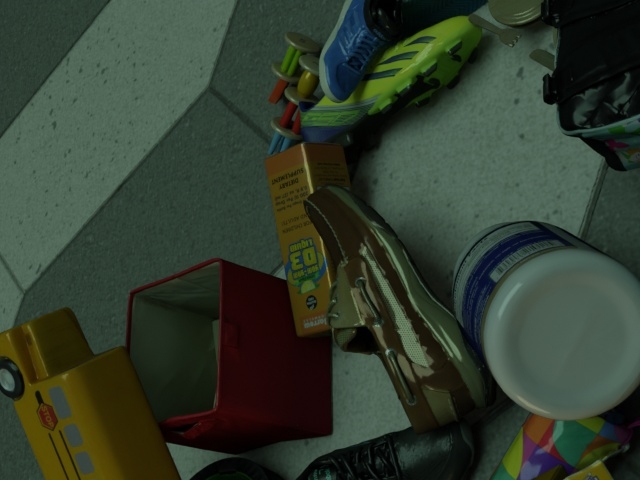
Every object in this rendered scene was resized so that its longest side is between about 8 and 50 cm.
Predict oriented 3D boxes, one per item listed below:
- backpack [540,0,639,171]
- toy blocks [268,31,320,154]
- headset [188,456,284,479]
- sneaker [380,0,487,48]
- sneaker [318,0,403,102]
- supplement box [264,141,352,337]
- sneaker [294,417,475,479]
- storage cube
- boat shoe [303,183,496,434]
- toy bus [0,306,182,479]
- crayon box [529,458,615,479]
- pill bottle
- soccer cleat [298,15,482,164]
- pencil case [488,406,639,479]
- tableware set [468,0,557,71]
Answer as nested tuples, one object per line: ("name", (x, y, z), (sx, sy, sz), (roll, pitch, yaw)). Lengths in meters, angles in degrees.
("backpack", (0.361, -0.189, 1.121), (0.253, 0.191, 0.225), (-24, 52, 47))
("toy blocks", (-0.043, -0.198, 1.653), (0.148, 0.054, 0.123), (-63, 32, 27))
("headset", (-0.125, 0.468, 1.453), (0.243, 0.185, 0.394), (-16, 49, 44))
("sneaker", (0.127, -0.321, 1.501), (0.228, 0.087, 0.092), (-17, 62, 40))
("sneaker", (0.054, -0.241, 1.443), (0.084, 0.058, 0.152), (-5, 59, 51))
("supplement box", (0.000, 0.000, 1.475), (0.078, 0.080, 0.234), (-20, 79, 41))
("sneaker", (0.055, 0.273, 1.332), (0.267, 0.106, 0.101), (-38, 50, 29))
("storage cube", (-0.114, 0.150, 1.489), (0.183, 0.193, 0.215), (-20, 60, 40))
("boat shoe", (0.063, 0.073, 1.320), (0.120, 0.122, 0.324), (-33, 58, -5))
("toy bus", (-0.259, 0.240, 1.390), (0.130, 0.108, 0.333), (-22, 91, 40))
("crayon box", (0.179, 0.352, 1.097), (0.323, 0.083, 0.203), (-34, 83, 20))
("pill bottle", (0.210, 0.062, 1.142), (0.153, 0.153, 0.265), (-63, 7, 7))
("soccer cleat", (0.076, -0.207, 1.494), (0.289, 0.093, 0.121), (-36, 68, 35))
("pencil case", (0.218, 0.247, 1.177), (0.104, 0.104, 0.236), (42, 107, 46))
("tableware set", (0.274, -0.255, 1.356), (0.128, 0.039, 0.194), (-50, 49, 1))
